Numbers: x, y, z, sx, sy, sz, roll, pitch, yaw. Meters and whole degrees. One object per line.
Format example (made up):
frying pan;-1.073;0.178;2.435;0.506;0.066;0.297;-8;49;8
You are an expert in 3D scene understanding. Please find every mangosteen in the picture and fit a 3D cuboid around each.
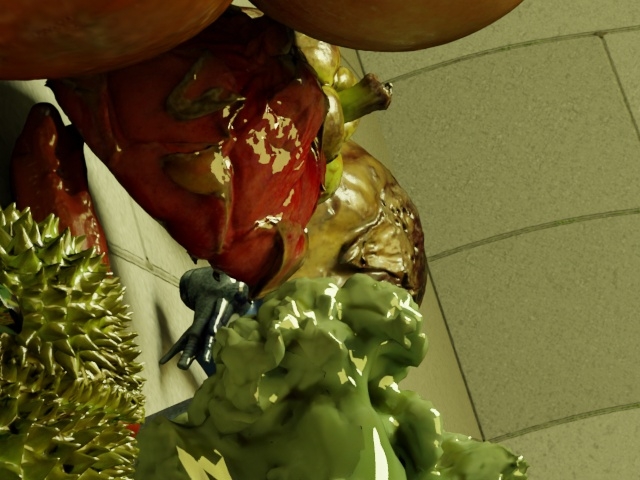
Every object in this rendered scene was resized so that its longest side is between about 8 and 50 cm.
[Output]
mangosteen;-0.045;-0.111;1.355;0.192;0.217;0.192;1;90;-74

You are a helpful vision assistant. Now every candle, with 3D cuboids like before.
candle;-0.148;0.044;0.935;0.084;0.059;0.301;67;8;-63

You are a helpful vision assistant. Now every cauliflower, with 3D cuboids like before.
cauliflower;-0.027;0.171;0.764;0.281;0.260;0.327;41;60;-78

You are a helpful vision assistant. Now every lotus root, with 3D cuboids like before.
lotus root;0.000;0.000;1.565;0.272;0.192;0.272;-13;90;-77

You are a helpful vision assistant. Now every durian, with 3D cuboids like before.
durian;-0.150;0.071;0.631;0.198;0.146;0.159;-44;128;-70

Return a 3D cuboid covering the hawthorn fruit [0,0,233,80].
hawthorn fruit;-0.145;-0.217;0.831;0.284;0.284;0.284;-20;90;-81

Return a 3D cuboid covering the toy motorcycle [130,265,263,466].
toy motorcycle;-0.043;0.131;1.164;0.212;0.125;0.358;62;14;-20

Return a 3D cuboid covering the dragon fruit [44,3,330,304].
dragon fruit;-0.062;-0.088;1.054;0.224;0.148;0.218;48;7;-3

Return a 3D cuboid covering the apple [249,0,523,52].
apple;0.043;-0.243;0.980;0.253;0.253;0.253;-20;90;-81
